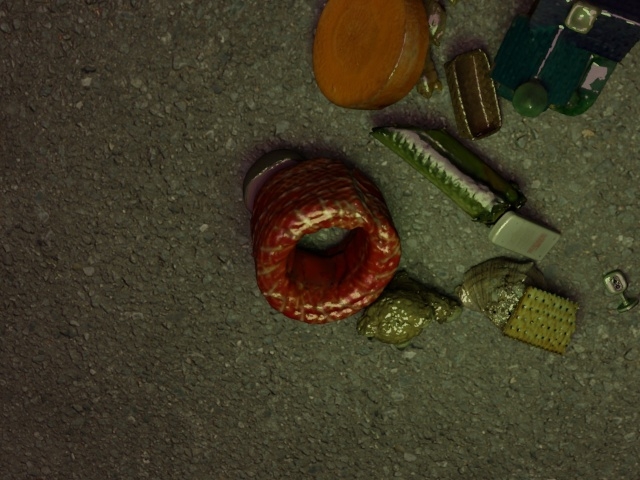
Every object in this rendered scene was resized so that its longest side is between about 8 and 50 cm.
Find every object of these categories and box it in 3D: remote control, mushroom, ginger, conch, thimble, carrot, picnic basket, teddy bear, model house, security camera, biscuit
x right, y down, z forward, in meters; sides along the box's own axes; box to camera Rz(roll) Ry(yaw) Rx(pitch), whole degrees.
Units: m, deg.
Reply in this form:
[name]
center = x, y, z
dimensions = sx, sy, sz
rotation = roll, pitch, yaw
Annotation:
[remote control]
center = 0.470, -0.010, 1.579
dimensions = 0.190, 0.029, 0.087
rotation = 16, 118, -34
[mushroom]
center = -0.110, -0.152, 1.666
dimensions = 0.188, 0.117, 0.141
rotation = -33, 140, 16
[ginger]
center = 0.216, -0.482, 1.502
dimensions = 0.166, 0.080, 0.333
rotation = 3, 106, 5
[conch]
center = 0.447, 0.132, 1.649
dimensions = 0.245, 0.163, 0.178
rotation = 14, 77, 24
[thimble]
center = 0.000, 0.000, 1.589
dimensions = 0.350, 0.231, 0.350
rotation = -4, 125, -6
[carrot]
center = 0.109, -0.435, 1.489
dimensions = 0.258, 0.100, 0.307
rotation = 34, 119, 28
[picnic basket]
center = 0.336, -0.322, 1.521
dimensions = 0.110, 0.055, 0.193
rotation = -23, 108, -24
[teddy bear]
center = 0.196, 0.175, 1.639
dimensions = 0.267, 0.256, 0.156
rotation = -17, 100, 17
[model house]
center = 0.497, -0.392, 1.359
dimensions = 0.245, 0.280, 0.312
rotation = 25, 113, 3
[security camera]
center = 0.705, 0.118, 1.617
dimensions = 0.058, 0.058, 0.092
rotation = -33, 91, 21
[biscuit]
center = 0.523, 0.187, 1.588
dimensions = 0.203, 0.016, 0.144
rotation = 18, 104, -25

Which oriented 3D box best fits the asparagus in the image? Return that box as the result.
[asparagus]
center = 0.295, -0.173, 1.573
dimensions = 0.382, 0.108, 0.128
rotation = 38, 113, -1
